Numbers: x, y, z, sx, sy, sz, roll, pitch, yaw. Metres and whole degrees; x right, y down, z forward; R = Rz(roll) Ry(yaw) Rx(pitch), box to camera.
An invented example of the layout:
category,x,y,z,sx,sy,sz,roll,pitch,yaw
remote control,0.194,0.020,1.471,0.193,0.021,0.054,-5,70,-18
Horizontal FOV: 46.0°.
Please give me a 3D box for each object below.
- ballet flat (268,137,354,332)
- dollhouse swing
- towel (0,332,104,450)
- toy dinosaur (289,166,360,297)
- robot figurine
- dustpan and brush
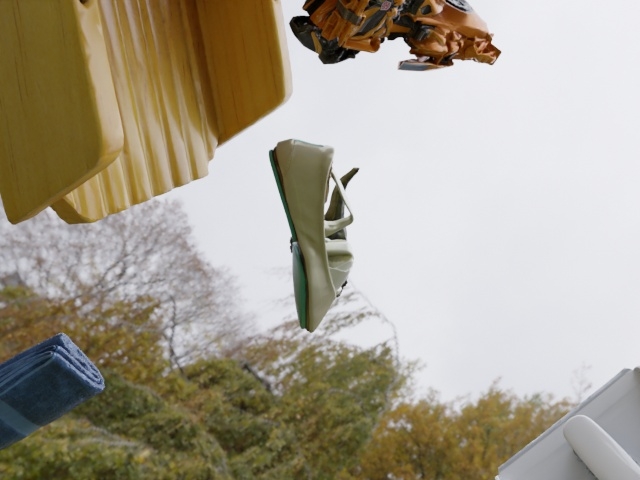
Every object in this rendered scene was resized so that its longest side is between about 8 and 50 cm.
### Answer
category,x,y,z,sx,sy,sz,roll,pitch,yaw
ballet flat,0.000,0.000,0.836,0.086,0.086,0.249,27,-41,39
dollhouse swing,-0.071,-0.200,0.664,0.304,0.347,0.315,-3,-75,22
towel,-0.232,0.124,0.581,0.067,0.119,0.029,58,3,-38
toy dinosaur,0.003,-0.019,1.422,0.064,0.118,0.268,-102,-166,-61
robot figurine,0.107,-0.259,0.780,0.085,0.290,0.211,55,-47,27
dustpan and brush,0.216,0.173,0.504,0.060,0.147,0.211,51,1,-35
